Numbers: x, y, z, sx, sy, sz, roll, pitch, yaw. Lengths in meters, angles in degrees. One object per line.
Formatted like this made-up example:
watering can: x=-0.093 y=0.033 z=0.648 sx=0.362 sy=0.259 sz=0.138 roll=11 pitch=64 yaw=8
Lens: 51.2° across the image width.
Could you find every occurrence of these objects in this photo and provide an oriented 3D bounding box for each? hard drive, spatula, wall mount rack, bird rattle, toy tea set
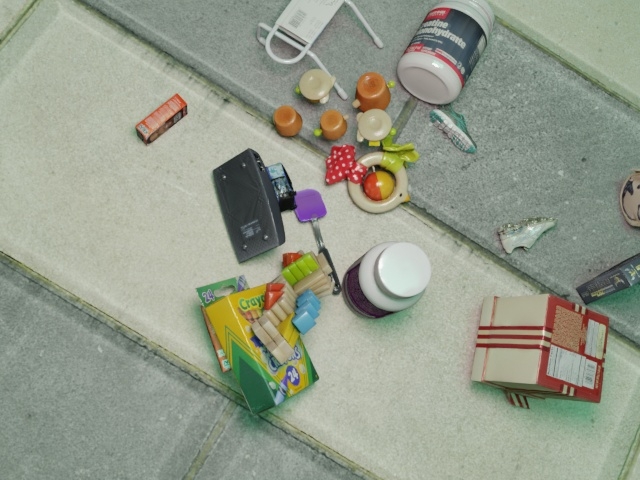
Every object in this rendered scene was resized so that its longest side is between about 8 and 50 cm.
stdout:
hard drive: x=-0.177 y=-0.086 z=1.680 sx=0.054 sy=0.172 sz=0.255 roll=-10 pitch=80 yaw=-49
spatula: x=0.000 y=0.000 z=1.756 sx=0.084 sy=0.030 sz=0.296 roll=-17 pitch=81 yaw=-12
wall mount rack: x=0.007 y=-0.571 z=1.839 sx=0.304 sy=0.130 sz=0.350 roll=33 pitch=74 yaw=2
bird rattle: x=0.141 y=-0.173 z=1.776 sx=0.253 sy=0.143 sz=0.207 roll=-18 pitch=98 yaw=-11
toy tea set: x=0.040 y=-0.346 z=1.778 sx=0.336 sy=0.124 sz=0.200 roll=6 pitch=80 yaw=9

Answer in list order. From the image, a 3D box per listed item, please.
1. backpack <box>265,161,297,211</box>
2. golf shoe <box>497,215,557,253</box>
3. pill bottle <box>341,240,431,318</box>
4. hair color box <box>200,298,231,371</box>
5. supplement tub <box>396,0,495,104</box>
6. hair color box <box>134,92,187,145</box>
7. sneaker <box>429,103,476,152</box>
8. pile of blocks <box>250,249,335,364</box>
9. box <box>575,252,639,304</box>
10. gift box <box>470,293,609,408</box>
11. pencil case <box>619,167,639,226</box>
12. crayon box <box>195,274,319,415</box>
backpack: x=-0.115 y=-0.138 z=1.728 sx=0.084 sy=0.105 sz=0.114 roll=-16 pitch=70 yaw=-7
golf shoe: x=0.579 y=-0.017 z=1.859 sx=0.176 sy=0.069 sz=0.086 roll=-15 pitch=101 yaw=-10
pill bottle: x=0.161 y=0.096 z=1.624 sx=0.169 sy=0.301 sz=0.169 roll=2 pitch=78 yaw=-10
hair color box: x=-0.243 y=0.234 z=1.629 sx=0.053 sy=0.093 sz=0.167 roll=-20 pitch=82 yaw=-13
supplement tub: x=0.349 y=-0.534 z=1.853 sx=0.191 sy=0.191 sz=0.272 roll=31 pitch=74 yaw=-2
hair color box: x=-0.410 y=-0.312 z=1.729 sx=0.141 sy=0.072 sz=0.043 roll=-43 pitch=88 yaw=-15
sneaker: x=0.389 y=-0.322 z=1.883 sx=0.076 sy=0.065 sz=0.166 roll=-42 pitch=89 yaw=-20
pile of blocks: x=-0.064 y=0.118 z=1.570 sx=0.113 sy=0.149 sz=0.362 roll=53 pitch=29 yaw=-25
box: x=0.818 y=0.087 z=1.782 sx=0.183 sy=0.233 sz=0.059 roll=-25 pitch=77 yaw=-15
gift box: x=0.551 y=0.288 z=1.685 sx=0.276 sy=0.258 sz=0.255 roll=26 pitch=72 yaw=-24
pencil case: x=1.072 y=-0.111 z=1.908 sx=0.410 sy=0.160 sz=0.184 roll=5 pitch=85 yaw=-9
crayon box: x=-0.146 y=0.226 z=1.593 sx=0.083 sy=0.203 sz=0.323 roll=-30 pitch=82 yaw=28
